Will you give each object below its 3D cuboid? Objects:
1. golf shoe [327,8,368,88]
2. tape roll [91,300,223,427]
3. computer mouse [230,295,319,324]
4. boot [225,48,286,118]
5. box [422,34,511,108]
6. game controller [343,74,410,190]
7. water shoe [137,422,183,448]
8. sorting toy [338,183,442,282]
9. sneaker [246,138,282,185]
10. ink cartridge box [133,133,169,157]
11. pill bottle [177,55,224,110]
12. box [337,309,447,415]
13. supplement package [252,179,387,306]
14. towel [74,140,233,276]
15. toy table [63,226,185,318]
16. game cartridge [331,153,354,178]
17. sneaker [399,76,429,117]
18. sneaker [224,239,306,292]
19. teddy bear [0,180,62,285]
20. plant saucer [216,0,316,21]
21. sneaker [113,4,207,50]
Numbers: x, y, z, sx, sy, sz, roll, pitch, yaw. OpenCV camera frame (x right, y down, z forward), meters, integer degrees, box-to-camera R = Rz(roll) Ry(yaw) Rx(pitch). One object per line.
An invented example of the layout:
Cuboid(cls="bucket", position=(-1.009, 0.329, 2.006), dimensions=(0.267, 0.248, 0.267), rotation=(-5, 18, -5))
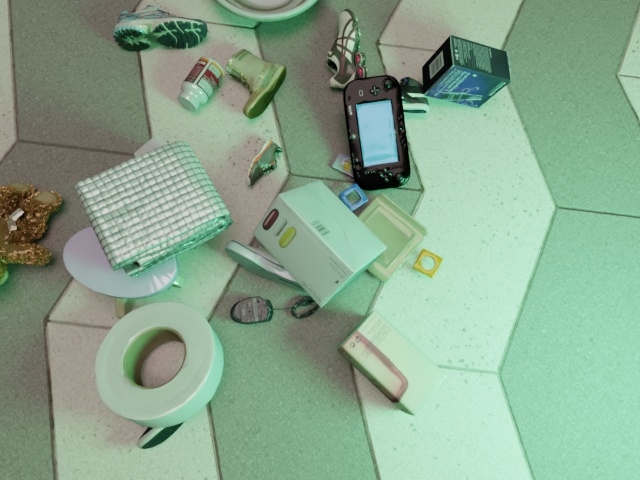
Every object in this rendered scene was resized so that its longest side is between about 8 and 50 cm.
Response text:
Cuboid(cls="golf shoe", position=(0.072, -0.602, 1.419), dimensions=(0.120, 0.105, 0.272), rotation=(-9, 74, 2))
Cuboid(cls="tape roll", position=(-0.383, 0.293, 1.090), dimensions=(0.286, 0.100, 0.286), rotation=(-1, 59, 2))
Cuboid(cls="computer mouse", position=(-0.118, 0.181, 1.212), dimensions=(0.242, 0.041, 0.071), rotation=(-3, 82, -11))
Cuboid(cls="boot", position=(-0.220, -0.478, 1.378), dimensions=(0.165, 0.077, 0.213), rotation=(27, 69, 5))
Cuboid(cls="box", position=(0.431, -0.496, 1.351), dimensions=(0.207, 0.153, 0.108), rotation=(6, 72, -18))
Cuboid(cls="game controller", position=(0.161, -0.306, 1.304), dimensions=(0.167, 0.067, 0.319), rotation=(-9, 95, -8))
Cuboid(cls="water shoe", position=(-0.370, 0.417, 1.117), dimensions=(0.203, 0.073, 0.080), rotation=(-42, 61, -20))
Cuboid(cls="sorting toy", position=(0.174, -0.005, 1.275), dimensions=(0.348, 0.047, 0.196), rotation=(40, 81, 10))
Cuboid(cls="sneaker", position=(-0.160, -0.220, 1.314), dimensions=(0.065, 0.061, 0.157), rotation=(28, 75, -1))
Cuboid(cls="ink cartridge box", position=(-0.385, -0.162, 1.234), dimensions=(0.212, 0.154, 0.093), rotation=(41, 76, 9))
Cuboid(cls="pill bottle", position=(-0.362, -0.468, 1.361), dimensions=(0.086, 0.086, 0.152), rotation=(27, 74, 5))
Cuboid(cls="box", position=(0.169, 0.302, 1.129), dimensions=(0.232, 0.148, 0.127), rotation=(42, 76, 10))
Cuboid(cls="supplement package", position=(0.000, 0.000, 1.163), dimensions=(0.262, 0.145, 0.204), rotation=(46, 34, 10))
Cuboid(cls="towel", position=(-0.384, -0.072, 1.067), dimensions=(0.284, 0.121, 0.235), rotation=(-29, 79, -14))
Cuboid(cls="toy table", position=(-0.484, 0.070, 1.157), dimensions=(0.274, 0.161, 0.252), rotation=(24, 74, 5))
Cuboid(cls="game cartridge", position=(0.080, -0.222, 1.349), dimensions=(0.083, 0.017, 0.056), rotation=(26, 70, 5))
Cuboid(cls="sneaker", position=(0.224, -0.446, 1.396), dimensions=(0.217, 0.079, 0.121), rotation=(4, 70, -10))
Cuboid(cls="sneaker", position=(-0.128, 0.051, 1.227), dimensions=(0.258, 0.094, 0.091), rotation=(25, 65, -5))
Cuboid(cls="teddy bear", position=(-0.825, -0.008, 1.203), dimensions=(0.245, 0.113, 0.337), rotation=(4, 66, -9))
Cuboid(cls="plant saucer", position=(-0.175, -0.853, 1.479), dimensions=(0.401, 0.100, 0.400), rotation=(1, 73, -2))
Cuboid(cls="sneaker", position=(-0.495, -0.676, 1.407), dimensions=(0.283, 0.110, 0.122), rotation=(-3, 70, -4))
